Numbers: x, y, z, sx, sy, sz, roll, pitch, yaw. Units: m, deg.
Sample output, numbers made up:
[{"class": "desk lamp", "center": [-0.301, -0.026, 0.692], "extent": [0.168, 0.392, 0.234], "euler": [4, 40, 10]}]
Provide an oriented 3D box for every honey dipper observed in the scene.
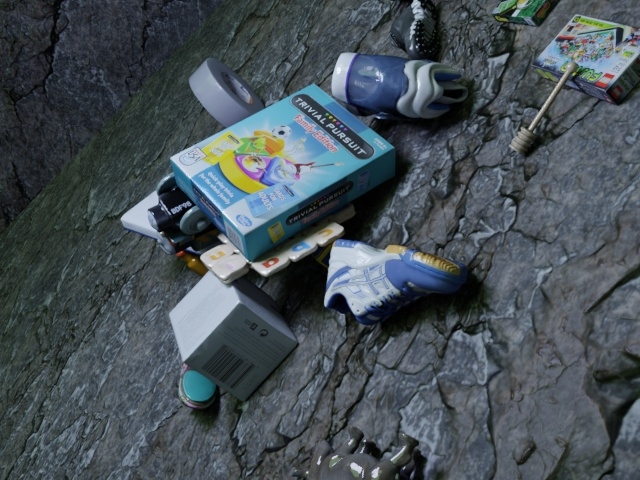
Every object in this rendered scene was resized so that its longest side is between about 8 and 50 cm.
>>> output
[{"class": "honey dipper", "center": [0.352, -0.207, 1.292], "extent": [0.160, 0.031, 0.030], "euler": [-58, 26, 17]}]

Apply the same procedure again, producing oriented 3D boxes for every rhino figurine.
[{"class": "rhino figurine", "center": [0.039, 0.315, 1.137], "extent": [0.243, 0.073, 0.106], "euler": [-10, 46, 53]}]

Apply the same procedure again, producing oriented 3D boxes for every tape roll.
[{"class": "tape roll", "center": [-0.244, -0.380, 2.198], "extent": [0.072, 0.219, 0.219], "euler": [-42, 30, 19]}]

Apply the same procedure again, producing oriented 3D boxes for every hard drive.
[{"class": "hard drive", "center": [-0.281, -0.063, 1.898], "extent": [0.319, 0.040, 0.210], "euler": [17, 47, 39]}]

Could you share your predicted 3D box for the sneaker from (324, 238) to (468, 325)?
[{"class": "sneaker", "center": [0.114, 0.076, 1.301], "extent": [0.296, 0.112, 0.130], "euler": [4, 77, 59]}]

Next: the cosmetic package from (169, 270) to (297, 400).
[{"class": "cosmetic package", "center": [-0.164, 0.162, 1.525], "extent": [0.151, 0.151, 0.183], "euler": [-47, 29, 6]}]

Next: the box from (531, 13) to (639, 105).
[{"class": "box", "center": [0.432, -0.288, 1.300], "extent": [0.114, 0.036, 0.207], "euler": [-49, 28, 5]}]

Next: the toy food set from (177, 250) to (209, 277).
[{"class": "toy food set", "center": [-0.273, -0.016, 1.938], "extent": [0.111, 0.104, 0.232], "euler": [-22, 40, 43]}]

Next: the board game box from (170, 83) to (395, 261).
[{"class": "board game box", "center": [-0.069, -0.139, 1.551], "extent": [0.336, 0.079, 0.254], "euler": [-32, 54, -21]}]

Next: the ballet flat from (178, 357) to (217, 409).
[{"class": "ballet flat", "center": [-0.244, 0.273, 1.610], "extent": [0.079, 0.077, 0.221], "euler": [-61, 19, 22]}]

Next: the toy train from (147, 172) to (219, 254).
[{"class": "toy train", "center": [-0.192, -0.084, 1.694], "extent": [0.334, 0.190, 0.142], "euler": [-29, 63, -20]}]

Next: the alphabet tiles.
[{"class": "alphabet tiles", "center": [-0.080, -0.010, 1.543], "extent": [0.284, 0.021, 0.278], "euler": [-28, 25, -17]}]

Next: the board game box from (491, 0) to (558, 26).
[{"class": "board game box", "center": [0.444, -0.515, 1.557], "extent": [0.259, 0.030, 0.136], "euler": [-52, 30, 0]}]

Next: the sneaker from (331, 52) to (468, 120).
[{"class": "sneaker", "center": [0.172, -0.288, 1.615], "extent": [0.323, 0.236, 0.130], "euler": [-16, -61, -73]}]

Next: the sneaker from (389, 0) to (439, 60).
[{"class": "sneaker", "center": [0.196, -0.436, 1.780], "extent": [0.106, 0.078, 0.234], "euler": [-35, 29, 33]}]

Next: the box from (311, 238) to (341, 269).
[{"class": "box", "center": [0.000, 0.000, 1.577], "extent": [0.059, 0.054, 0.169], "euler": [-50, 29, 3]}]
